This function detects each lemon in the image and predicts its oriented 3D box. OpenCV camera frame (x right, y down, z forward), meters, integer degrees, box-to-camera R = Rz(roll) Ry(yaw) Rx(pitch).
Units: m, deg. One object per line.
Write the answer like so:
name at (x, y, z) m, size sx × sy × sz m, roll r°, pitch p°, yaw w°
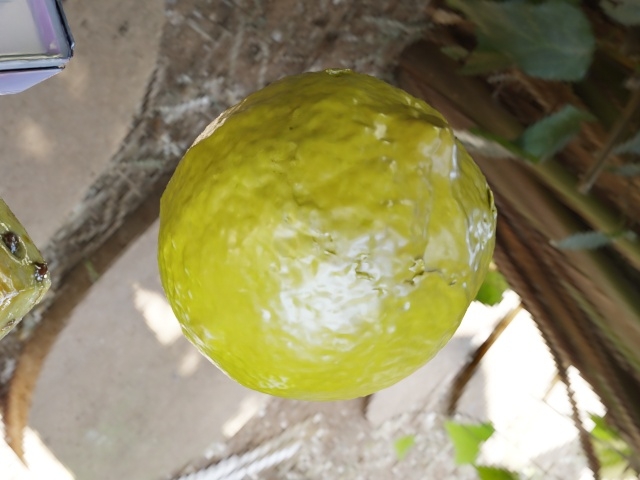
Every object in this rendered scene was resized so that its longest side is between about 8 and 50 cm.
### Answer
lemon at (0.000, 0.000, 0.767) m, size 0.192 × 0.192 × 0.231 m, roll -9°, pitch 160°, yaw -47°

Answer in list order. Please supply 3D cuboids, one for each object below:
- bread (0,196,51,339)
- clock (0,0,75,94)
bread at (-0.384, 0.029, 1.200) m, size 0.235 × 0.210 × 0.099 m, roll -40°, pitch 177°, yaw 14°
clock at (-0.276, -0.202, 0.932) m, size 0.073 × 0.193 × 0.145 m, roll -21°, pitch 176°, yaw 37°
